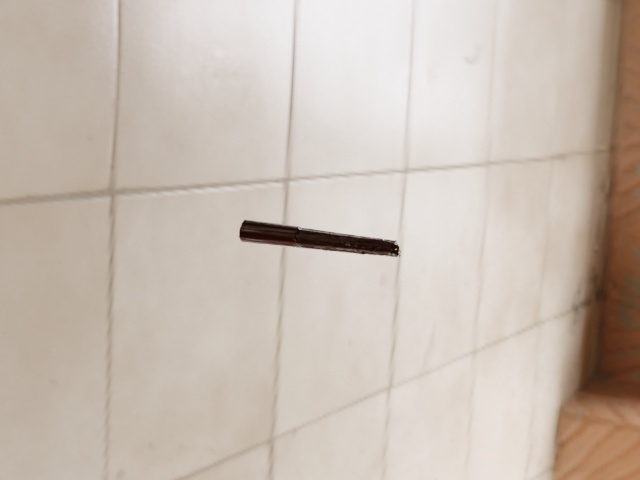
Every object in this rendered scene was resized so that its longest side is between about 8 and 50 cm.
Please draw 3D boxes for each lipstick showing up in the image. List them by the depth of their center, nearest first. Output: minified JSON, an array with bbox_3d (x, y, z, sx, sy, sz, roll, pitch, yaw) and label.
[{"bbox_3d":[0.000,0.000,1.275,0.027,0.177,0.027,7,90,-77],"label":"lipstick"}]
